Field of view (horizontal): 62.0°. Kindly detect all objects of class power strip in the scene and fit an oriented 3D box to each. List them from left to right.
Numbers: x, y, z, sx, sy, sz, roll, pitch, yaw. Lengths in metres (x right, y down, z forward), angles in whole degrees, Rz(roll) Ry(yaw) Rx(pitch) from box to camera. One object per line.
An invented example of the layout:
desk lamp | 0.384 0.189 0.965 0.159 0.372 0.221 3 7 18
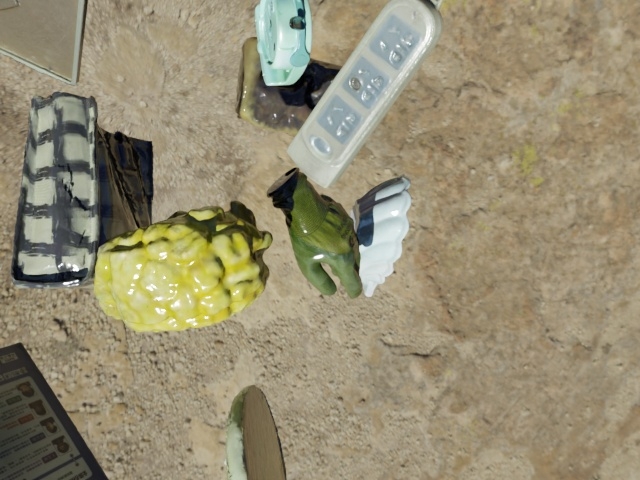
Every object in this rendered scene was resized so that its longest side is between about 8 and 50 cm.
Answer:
power strip | 0.052 -0.180 0.663 0.080 0.048 0.286 41 126 1

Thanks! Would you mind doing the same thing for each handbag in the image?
handbag | -0.423 -0.066 1.001 0.162 0.325 0.327 -1 85 0

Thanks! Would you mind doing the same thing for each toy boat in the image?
toy boat | 0.112 -0.013 1.145 0.100 0.199 0.290 8 128 -7

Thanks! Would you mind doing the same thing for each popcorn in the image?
popcorn | -0.209 0.045 0.768 0.225 0.286 0.174 -12 89 -41

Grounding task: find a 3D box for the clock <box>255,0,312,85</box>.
clock | -0.041 -0.241 0.600 0.041 0.135 0.101 -8 89 -18

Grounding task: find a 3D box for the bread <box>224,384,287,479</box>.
bread | -0.092 0.346 0.792 0.040 0.267 0.267 -13 109 3

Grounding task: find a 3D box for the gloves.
gloves | 0.007 -0.002 0.911 0.135 0.107 0.268 -49 124 -25

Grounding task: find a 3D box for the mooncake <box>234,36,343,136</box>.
mooncake | -0.041 -0.414 1.537 0.393 0.394 0.246 -15 126 -56

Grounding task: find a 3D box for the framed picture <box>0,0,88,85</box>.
framed picture | -0.464 -0.354 0.753 0.265 0.018 0.192 25 132 -9

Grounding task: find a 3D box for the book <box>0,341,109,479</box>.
book | -0.630 0.413 1.050 0.428 0.300 0.039 49 117 15
